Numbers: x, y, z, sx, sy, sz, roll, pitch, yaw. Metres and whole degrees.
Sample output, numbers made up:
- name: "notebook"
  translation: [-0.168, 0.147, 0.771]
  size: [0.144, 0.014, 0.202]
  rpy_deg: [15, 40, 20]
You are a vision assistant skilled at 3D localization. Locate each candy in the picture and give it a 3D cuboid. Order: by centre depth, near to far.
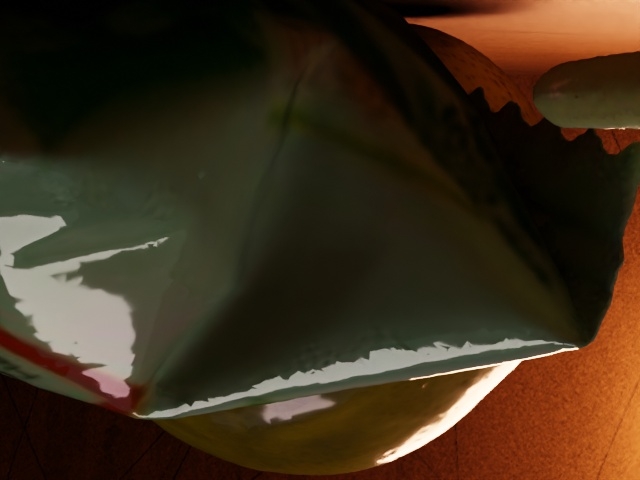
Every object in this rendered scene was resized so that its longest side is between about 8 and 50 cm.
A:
- name: "candy"
  translation: [-0.113, -0.038, 0.653]
  size: [0.398, 0.172, 0.263]
  rpy_deg: [13, -177, -33]

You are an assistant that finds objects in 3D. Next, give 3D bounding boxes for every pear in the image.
- name: "pear"
  translation: [0.000, 0.000, 1.107]
  size: [0.294, 0.294, 0.294]
  rpy_deg: [2, -176, 0]

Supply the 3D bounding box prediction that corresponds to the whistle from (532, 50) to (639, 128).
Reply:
- name: "whistle"
  translation: [0.147, -0.046, 0.534]
  size: [0.105, 0.085, 0.227]
  rpy_deg: [-1, -177, -35]
